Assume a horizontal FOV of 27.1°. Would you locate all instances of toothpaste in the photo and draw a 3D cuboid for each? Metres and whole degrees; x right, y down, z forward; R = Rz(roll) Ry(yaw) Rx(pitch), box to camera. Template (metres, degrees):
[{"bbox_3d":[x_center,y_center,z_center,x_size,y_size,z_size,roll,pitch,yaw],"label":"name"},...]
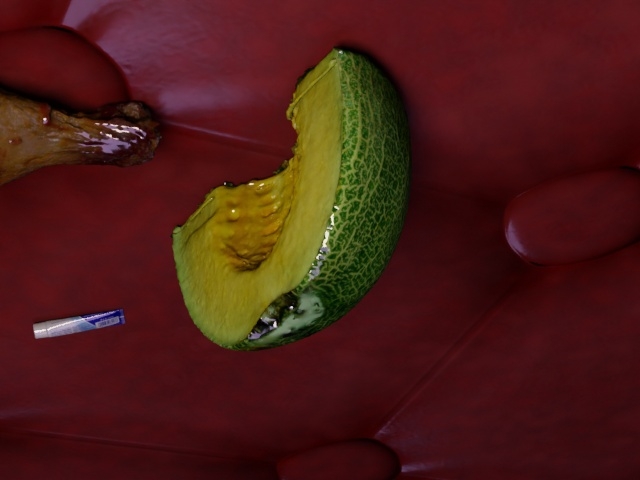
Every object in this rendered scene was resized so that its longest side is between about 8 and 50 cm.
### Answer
[{"bbox_3d":[-0.223,0.078,1.230,0.083,0.015,0.024,-10,143,-7],"label":"toothpaste"}]

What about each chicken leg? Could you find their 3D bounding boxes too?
[{"bbox_3d":[-0.287,-0.055,0.992,0.322,0.083,0.177,-21,151,20],"label":"chicken leg"}]

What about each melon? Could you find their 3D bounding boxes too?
[{"bbox_3d":[0.000,0.000,1.032,0.129,0.169,0.265,16,140,-31],"label":"melon"}]
